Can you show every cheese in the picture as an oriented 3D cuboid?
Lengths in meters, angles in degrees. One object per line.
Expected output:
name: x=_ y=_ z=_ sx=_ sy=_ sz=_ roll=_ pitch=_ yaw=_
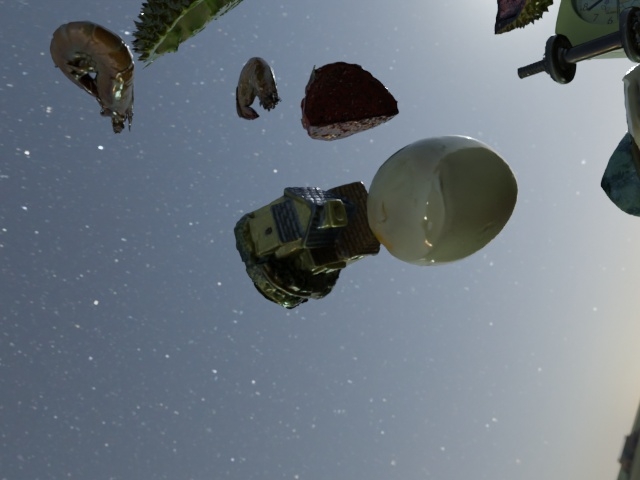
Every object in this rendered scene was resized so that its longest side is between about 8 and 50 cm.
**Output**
cheese: x=0.865 y=-0.331 z=1.506 sx=0.127 sy=0.233 sz=0.266 roll=35 pitch=-127 yaw=-75

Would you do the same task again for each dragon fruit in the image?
dragon fruit: x=0.050 y=-0.415 z=1.859 sx=0.317 sy=0.152 sz=0.205 roll=-12 pitch=-104 yaw=-24

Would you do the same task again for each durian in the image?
durian: x=-0.268 y=-0.514 z=1.342 sx=0.352 sy=0.158 sz=0.169 roll=-42 pitch=-34 yaw=-9
durian: x=0.392 y=-0.467 z=1.121 sx=0.108 sy=0.119 sz=0.187 roll=-12 pitch=-61 yaw=-16

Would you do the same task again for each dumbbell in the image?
dumbbell: x=0.410 y=-0.286 z=0.918 sx=0.081 sy=0.254 sz=0.082 roll=7 pitch=-100 yaw=-40

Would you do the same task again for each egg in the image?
egg: x=0.277 y=-0.094 z=1.365 sx=0.345 sy=0.283 sz=0.283 roll=-18 pitch=-58 yaw=-26

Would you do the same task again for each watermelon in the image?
watermelon: x=0.523 y=-0.096 z=1.033 sx=0.081 sy=0.094 sz=0.180 roll=-50 pitch=13 yaw=49

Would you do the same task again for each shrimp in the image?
shrimp: x=-0.428 y=-0.302 z=1.174 sx=0.287 sy=0.152 sz=0.063 roll=112 pitch=165 yaw=-58
shrimp: x=-0.142 y=-0.315 z=1.335 sx=0.053 sy=0.236 sz=0.133 roll=28 pitch=-69 yaw=-38

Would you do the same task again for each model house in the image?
model house: x=0.000 y=0.000 z=1.516 sx=0.321 sy=0.266 sz=0.261 roll=-3 pitch=-110 yaw=-52

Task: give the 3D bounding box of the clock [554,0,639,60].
clock: x=0.481 y=-0.411 z=0.987 sx=0.069 sy=0.170 sz=0.232 roll=6 pitch=-84 yaw=-44
